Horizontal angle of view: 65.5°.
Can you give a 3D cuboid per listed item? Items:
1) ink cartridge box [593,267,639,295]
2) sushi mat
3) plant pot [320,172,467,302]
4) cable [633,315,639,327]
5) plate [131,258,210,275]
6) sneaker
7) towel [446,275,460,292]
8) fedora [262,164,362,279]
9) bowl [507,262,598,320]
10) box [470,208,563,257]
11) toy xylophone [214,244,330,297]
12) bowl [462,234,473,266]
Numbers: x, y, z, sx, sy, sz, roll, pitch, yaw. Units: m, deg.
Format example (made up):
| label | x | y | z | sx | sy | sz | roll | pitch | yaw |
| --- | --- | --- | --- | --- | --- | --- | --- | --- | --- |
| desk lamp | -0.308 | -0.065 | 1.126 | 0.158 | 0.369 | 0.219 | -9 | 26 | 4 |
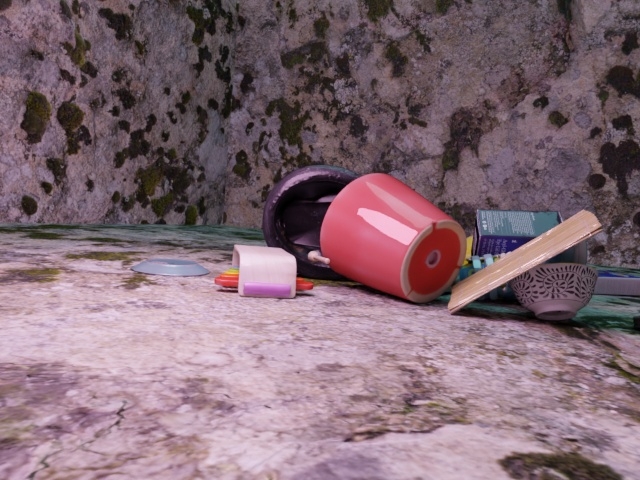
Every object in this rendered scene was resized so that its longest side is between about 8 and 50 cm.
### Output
| label | x | y | z | sx | sy | sz | roll | pitch | yaw |
| --- | --- | --- | --- | --- | --- | --- | --- | --- | --- |
| ink cartridge box | 0.828 | 0.123 | 1.645 | 0.308 | 0.072 | 0.303 | 2 | 6 | -9 |
| sushi mat | 0.389 | 0.042 | 0.976 | 0.317 | 0.019 | 0.151 | -35 | 0 | 24 |
| plant pot | 0.177 | 0.004 | 1.136 | 0.275 | 0.274 | 0.243 | 2 | 19 | -36 |
| cable | 0.770 | 0.153 | 0.993 | 0.288 | 0.072 | 0.139 | 5 | -2 | 10 |
| plate | -0.371 | 0.064 | 1.239 | 0.188 | 0.024 | 0.188 | 6 | 4 | 0 |
| sneaker | 0.435 | 0.064 | 1.118 | 0.209 | 0.127 | 0.319 | 0 | -26 | -3 |
| towel | 0.298 | 0.105 | 1.333 | 0.282 | 0.049 | 0.187 | 3 | 5 | -42 |
| fedora | 0.014 | -0.050 | 1.358 | 0.335 | 0.333 | 0.152 | 5 | 3 | 1 |
| bowl | 0.461 | 0.110 | 0.984 | 0.170 | 0.080 | 0.170 | 3 | -25 | 2 |
| box | 0.504 | 0.010 | 1.285 | 0.207 | 0.153 | 0.108 | 2 | 43 | 11 |
| toy xylophone | -0.106 | 0.064 | 1.130 | 0.237 | 0.081 | 0.323 | 5 | 3 | -5 |
| bowl | 0.530 | 0.041 | 1.497 | 0.290 | 0.155 | 0.289 | 11 | -2 | 0 |
